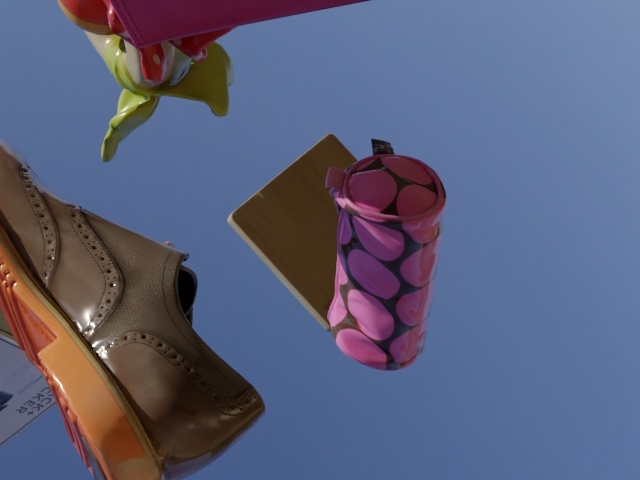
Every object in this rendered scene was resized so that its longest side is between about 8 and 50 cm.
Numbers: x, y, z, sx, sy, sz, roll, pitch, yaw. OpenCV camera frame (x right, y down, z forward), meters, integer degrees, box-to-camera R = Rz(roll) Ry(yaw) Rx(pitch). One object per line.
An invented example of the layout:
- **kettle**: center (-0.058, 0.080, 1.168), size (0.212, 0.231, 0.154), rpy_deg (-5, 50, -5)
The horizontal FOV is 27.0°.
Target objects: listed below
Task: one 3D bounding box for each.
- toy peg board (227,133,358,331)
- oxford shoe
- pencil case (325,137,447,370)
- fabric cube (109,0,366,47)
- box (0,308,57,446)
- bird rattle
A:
- **toy peg board**: center (0.000, 0.000, 1.440), size (0.161, 0.079, 0.160), rpy_deg (47, -118, 2)
- **oxford shoe**: center (-0.167, 0.038, 0.992), size (0.133, 0.130, 0.364), rpy_deg (-26, -125, -16)
- **pencil case**: center (0.051, 0.021, 1.137), size (0.098, 0.209, 0.095), rpy_deg (3, -135, 1)
- **fabric cube**: center (-0.021, -0.310, 0.816), size (0.259, 0.258, 0.254), rpy_deg (-79, -27, -43)
- **box**: center (-0.380, 0.110, 1.319), size (0.087, 0.169, 0.290), rpy_deg (59, -170, 32)
- **bird rattle**: center (-0.162, -0.180, 1.050), size (0.143, 0.253, 0.207), rpy_deg (-36, -107, -9)
